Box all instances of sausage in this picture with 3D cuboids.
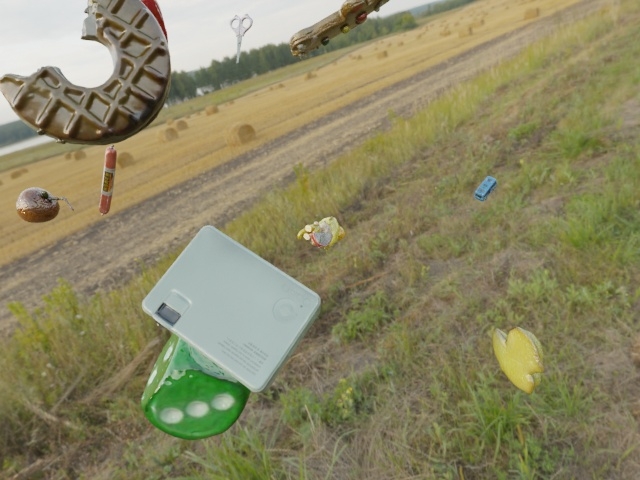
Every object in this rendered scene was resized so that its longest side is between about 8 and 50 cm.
[{"bbox_3d":[-0.629,-0.174,1.280,0.034,0.253,0.034,17,34,-12],"label":"sausage"}]

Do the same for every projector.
[{"bbox_3d":[-0.152,0.121,0.764,0.256,0.099,0.192,32,72,11],"label":"projector"}]

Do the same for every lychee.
[{"bbox_3d":[-0.806,-0.103,1.257,0.140,0.114,0.101,-33,17,-11],"label":"lychee"}]

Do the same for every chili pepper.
[{"bbox_3d":[-0.589,-0.688,1.514,0.110,0.388,0.110,6,41,-5],"label":"chili pepper"}]

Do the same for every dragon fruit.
[{"bbox_3d":[0.000,0.000,1.608,0.083,0.060,0.056,-1,-10,-35],"label":"dragon fruit"}]

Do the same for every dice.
[{"bbox_3d":[-0.426,0.485,1.521,0.300,0.297,0.287,-54,25,17],"label":"dice"}]

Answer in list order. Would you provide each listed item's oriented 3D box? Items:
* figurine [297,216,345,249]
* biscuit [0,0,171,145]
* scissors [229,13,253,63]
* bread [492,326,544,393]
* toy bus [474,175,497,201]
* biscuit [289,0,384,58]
[{"bbox_3d":[0.010,-0.034,1.911,0.131,0.156,0.246,14,5,34],"label":"figurine"},{"bbox_3d":[-0.483,-0.364,0.960,0.366,0.268,0.115,-56,20,-5],"label":"biscuit"},{"bbox_3d":[-0.316,-0.789,1.696,0.100,0.189,0.015,6,4,16],"label":"scissors"},{"bbox_3d":[0.493,0.272,1.064,0.065,0.149,0.188,-5,21,-7],"label":"bread"},{"bbox_3d":[0.570,-0.178,1.494,0.038,0.046,0.083,37,83,34],"label":"toy bus"},{"bbox_3d":[0.092,-0.740,1.457,0.432,0.064,0.283,-27,12,8],"label":"biscuit"}]
